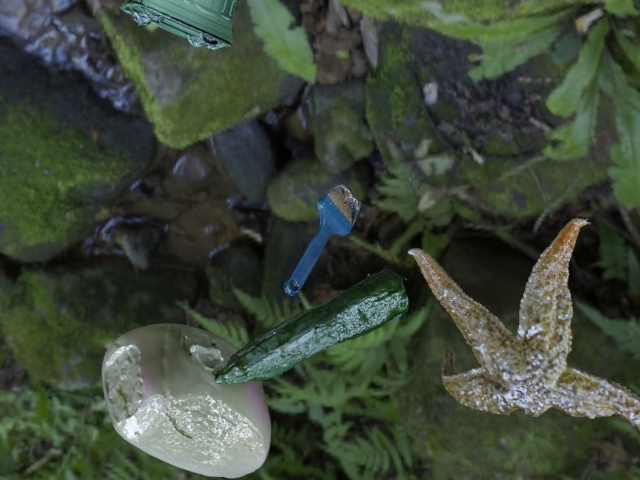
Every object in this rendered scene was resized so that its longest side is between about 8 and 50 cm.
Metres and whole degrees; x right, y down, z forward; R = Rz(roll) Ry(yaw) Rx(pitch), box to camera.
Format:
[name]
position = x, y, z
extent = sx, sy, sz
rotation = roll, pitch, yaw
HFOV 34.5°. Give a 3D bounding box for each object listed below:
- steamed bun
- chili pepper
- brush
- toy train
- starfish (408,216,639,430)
[steamed bun]
position = -0.154, 0.198, 1.333
extent = 0.238, 0.170, 0.152
rotation = 28, 115, -35
[chili pepper]
position = -0.013, 0.097, 1.076
extent = 0.226, 0.059, 0.088
rotation = -25, 175, -27
[brush]
position = 0.000, 0.000, 1.122
extent = 0.014, 0.164, 0.051
rotation = -22, 119, 45
[toy train]
position = -0.105, -0.184, 0.792
extent = 0.093, 0.038, 0.056
rotation = 19, 83, -31
[starfish]
position = 0.331, 0.167, 1.621
extent = 0.398, 0.132, 0.384
rotation = -8, 99, 41
